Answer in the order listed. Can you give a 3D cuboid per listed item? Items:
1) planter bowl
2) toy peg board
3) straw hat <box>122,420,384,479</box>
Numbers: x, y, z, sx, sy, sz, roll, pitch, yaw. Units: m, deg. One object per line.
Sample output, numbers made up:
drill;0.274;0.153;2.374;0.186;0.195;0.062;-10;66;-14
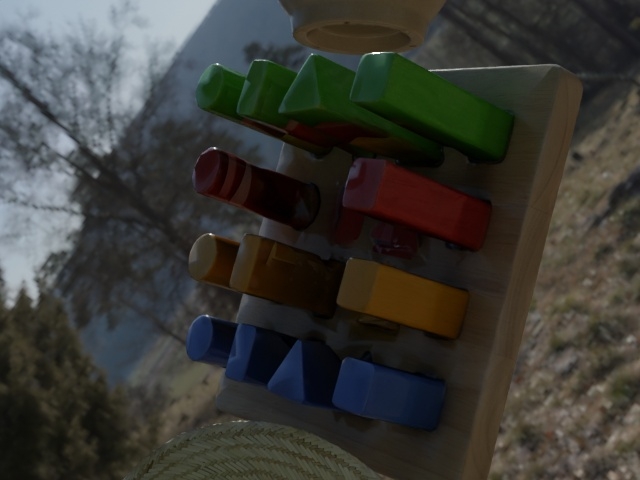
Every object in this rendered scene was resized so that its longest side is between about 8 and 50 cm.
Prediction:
planter bowl;0.030;-0.197;0.810;0.162;0.162;0.109;156;117;-77
toy peg board;0.000;0.000;0.443;0.161;0.079;0.161;8;81;53
straw hat;-0.026;0.130;0.351;0.144;0.144;0.061;-53;-14;14
